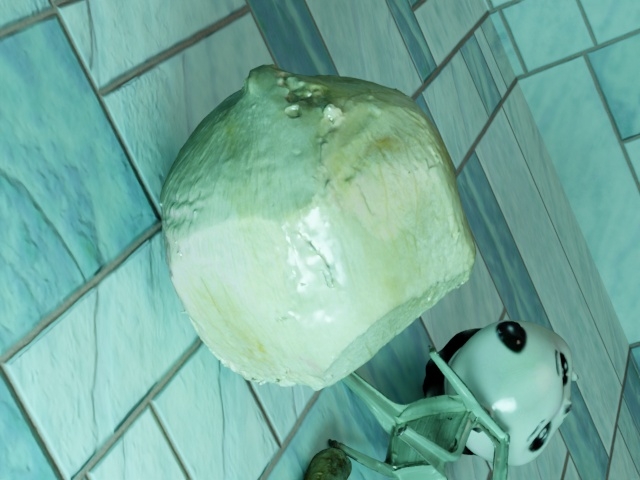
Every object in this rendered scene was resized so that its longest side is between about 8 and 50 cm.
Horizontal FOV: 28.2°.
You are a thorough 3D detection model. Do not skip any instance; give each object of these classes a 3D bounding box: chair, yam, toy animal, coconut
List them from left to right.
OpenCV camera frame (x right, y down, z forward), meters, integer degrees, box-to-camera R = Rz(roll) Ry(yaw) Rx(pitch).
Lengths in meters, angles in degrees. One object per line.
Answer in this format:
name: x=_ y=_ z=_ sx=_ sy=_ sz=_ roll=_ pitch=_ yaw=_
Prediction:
yam: x=-0.019 y=0.371 z=1.679 sx=0.061 sy=0.061 sz=0.274 roll=63 pitch=26 yaw=-16
coconut: x=-0.017 y=-0.046 z=1.609 sx=0.404 sy=0.404 sz=0.404 roll=45 pitch=34 yaw=-43
chair: x=0.155 y=0.323 z=1.926 sx=0.274 sy=0.203 sz=0.190 roll=44 pitch=46 yaw=-31
toy animal: x=0.294 y=0.250 z=2.112 sx=0.310 sy=0.251 sz=0.251 roll=100 pitch=-22 yaw=-74
